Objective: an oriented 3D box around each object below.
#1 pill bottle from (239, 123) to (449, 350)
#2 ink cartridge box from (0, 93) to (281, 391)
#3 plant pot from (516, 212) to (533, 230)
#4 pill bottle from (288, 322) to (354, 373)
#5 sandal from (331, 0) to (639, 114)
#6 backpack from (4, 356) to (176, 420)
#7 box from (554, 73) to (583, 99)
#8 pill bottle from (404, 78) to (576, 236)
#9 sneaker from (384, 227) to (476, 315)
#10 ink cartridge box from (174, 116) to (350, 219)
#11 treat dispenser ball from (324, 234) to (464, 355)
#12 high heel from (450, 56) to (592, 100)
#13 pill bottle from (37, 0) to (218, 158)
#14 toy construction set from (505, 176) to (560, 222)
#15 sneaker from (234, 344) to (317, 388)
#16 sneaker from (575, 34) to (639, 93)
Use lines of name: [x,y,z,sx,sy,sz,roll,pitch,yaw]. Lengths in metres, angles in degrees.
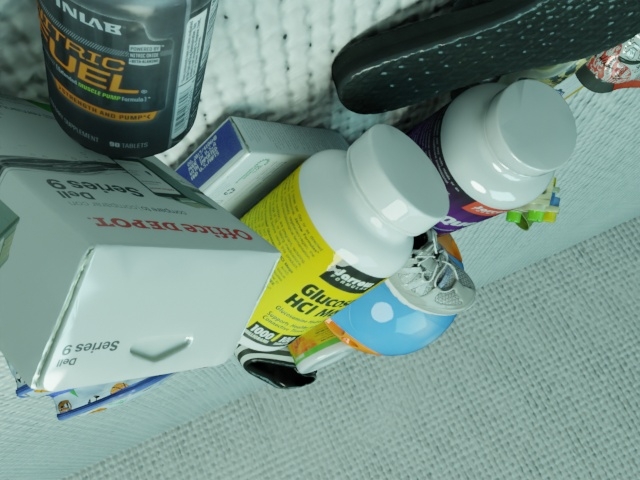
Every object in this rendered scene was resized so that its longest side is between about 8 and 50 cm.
pill bottle: [0.000,0.000,0.868,0.334,0.188,0.188,-38,159,33]
ink cartridge box: [-0.209,-0.015,0.565,0.211,0.289,0.121,3,118,-57]
plant pot: [0.613,-0.084,1.899,0.079,0.083,0.083,-36,164,-8]
pill bottle: [-0.031,0.139,1.351,0.136,0.246,0.136,-23,162,-8]
sandal: [0.224,-0.278,0.786,0.445,0.107,0.167,-14,162,7]
backpack: [-0.351,0.160,1.003,0.276,0.213,0.263,-28,168,8]
box: [0.416,-0.276,1.147,0.081,0.028,0.136,-35,158,27]
pill bottle: [0.220,-0.116,0.967,0.181,0.181,0.323,-18,176,-22]
sneaker: [0.147,0.031,1.001,0.115,0.281,0.105,-12,-132,61]
ink cartridge box: [-0.112,-0.055,0.983,0.324,0.071,0.330,-37,163,31]
treat dispenser ball: [0.125,0.072,1.213,0.288,0.288,0.288,-23,162,-8]
high heel: [0.350,-0.259,0.975,0.186,0.093,0.261,-1,165,-43]
pill bottle: [-0.143,-0.178,0.483,0.130,0.130,0.246,-17,160,-25]
toy construction set: [0.314,-0.102,1.269,0.327,0.151,0.215,-4,178,10]
sneaker: [-0.053,0.217,1.522,0.447,0.257,0.169,-4,153,-50]
sneaker: [0.565,-0.332,1.084,0.270,0.090,0.145,-17,158,-28]
